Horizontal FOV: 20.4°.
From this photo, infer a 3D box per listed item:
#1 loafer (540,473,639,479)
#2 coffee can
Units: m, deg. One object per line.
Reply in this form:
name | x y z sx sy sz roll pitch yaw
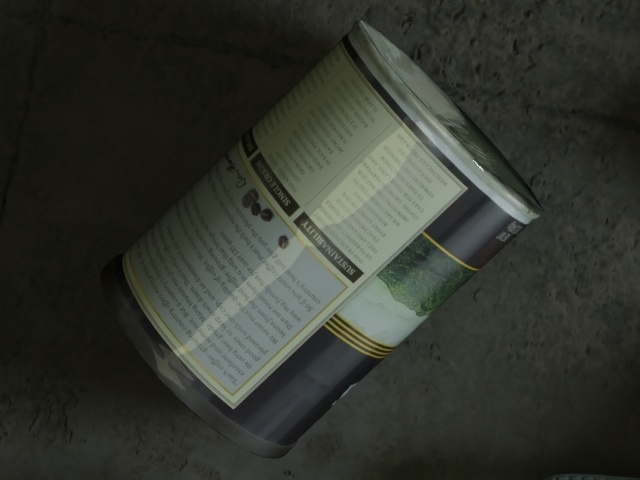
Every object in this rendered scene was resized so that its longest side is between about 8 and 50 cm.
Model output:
loafer | 0.273 0.225 1.320 0.251 0.087 0.094 10 65 7
coffee can | 0.000 0.000 1.344 0.275 0.201 0.201 -44 76 12
